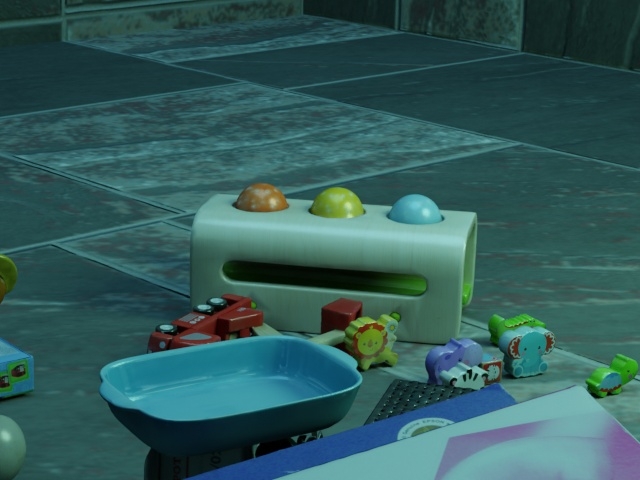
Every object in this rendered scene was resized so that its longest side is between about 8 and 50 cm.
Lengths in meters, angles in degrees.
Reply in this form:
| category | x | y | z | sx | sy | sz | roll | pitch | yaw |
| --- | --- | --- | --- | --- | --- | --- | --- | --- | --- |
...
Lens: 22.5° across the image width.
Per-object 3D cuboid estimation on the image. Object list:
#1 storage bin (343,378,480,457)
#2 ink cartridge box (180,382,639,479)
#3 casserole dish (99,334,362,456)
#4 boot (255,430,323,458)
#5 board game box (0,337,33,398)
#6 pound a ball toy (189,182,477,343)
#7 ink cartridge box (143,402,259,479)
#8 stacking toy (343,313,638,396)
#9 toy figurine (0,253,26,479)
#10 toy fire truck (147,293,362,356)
| category | x | y | z | sx | sy | sz | roll | pitch | yaw |
| --- | --- | --- | --- | --- | --- | --- | --- | --- | --- |
| storage bin | 0.069 | 0.177 | 1.069 | 0.084 | 0.122 | 0.180 | 5 | 17 | 14 |
| ink cartridge box | 0.039 | 0.177 | 0.850 | 0.324 | 0.071 | 0.330 | -15 | 33 | -21 |
| casserole dish | -0.060 | 0.105 | 1.086 | 0.188 | 0.037 | 0.114 | -9 | 22 | -32 |
| boot | 0.006 | 0.189 | 1.140 | 0.121 | 0.045 | 0.099 | 60 | 15 | 24 |
| board game box | -0.381 | 0.114 | 1.398 | 0.211 | 0.039 | 0.160 | -10 | 19 | -36 |
| pound a ball toy | 0.000 | 0.000 | 1.658 | 0.319 | 0.135 | 0.208 | 5 | 17 | 11 |
| ink cartridge box | -0.078 | 0.165 | 1.133 | 0.062 | 0.104 | 0.181 | 4 | 17 | 5 |
| stacking toy | 0.156 | 0.103 | 1.465 | 0.221 | 0.052 | 0.167 | -7 | 18 | -28 |
| toy figurine | -0.324 | 0.096 | 1.166 | 0.213 | 0.209 | 0.148 | -11 | 26 | -36 |
| toy fire truck | -0.057 | 0.093 | 1.489 | 0.135 | 0.047 | 0.192 | 11 | 19 | 26 |
